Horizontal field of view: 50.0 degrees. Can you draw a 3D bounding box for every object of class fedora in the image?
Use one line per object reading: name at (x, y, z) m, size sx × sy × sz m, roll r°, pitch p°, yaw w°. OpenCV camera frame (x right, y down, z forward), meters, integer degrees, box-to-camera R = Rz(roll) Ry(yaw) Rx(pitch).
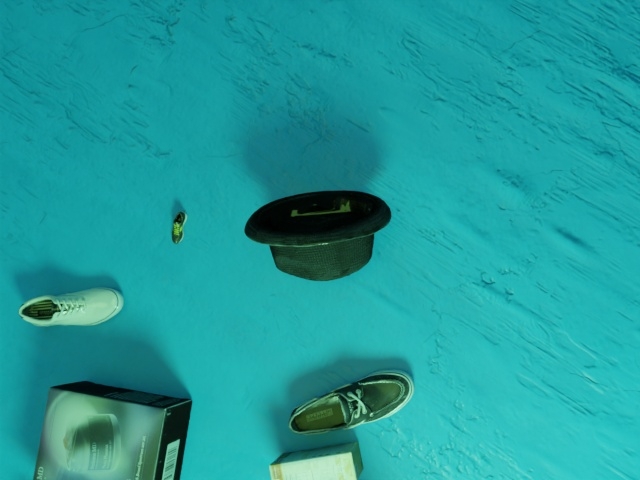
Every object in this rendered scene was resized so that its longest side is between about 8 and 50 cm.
fedora at (0.000, 0.000, 1.570) m, size 0.334 × 0.334 × 0.152 m, roll -5°, pitch 113°, yaw 9°

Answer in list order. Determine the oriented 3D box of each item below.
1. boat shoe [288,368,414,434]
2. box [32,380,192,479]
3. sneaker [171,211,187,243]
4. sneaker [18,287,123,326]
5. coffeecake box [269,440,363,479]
boat shoe at (0.069, 0.375, 1.567) m, size 0.301 × 0.102 × 0.108 m, roll -17°, pitch 81°, yaw 7°
box at (-0.488, 0.504, 1.606) m, size 0.294 × 0.183 × 0.296 m, roll 7°, pitch 85°, yaw 11°
sneaker at (-0.358, -0.034, 1.715) m, size 0.031 × 0.035 × 0.083 m, roll 9°, pitch 85°, yaw 11°
sneaker at (-0.622, 0.172, 1.707) m, size 0.258 × 0.091 × 0.094 m, roll -12°, pitch 82°, yaw 8°
coffeecake box at (-0.007, 0.510, 1.544) m, size 0.186 × 0.142 × 0.068 m, roll -12°, pitch 82°, yaw 8°
